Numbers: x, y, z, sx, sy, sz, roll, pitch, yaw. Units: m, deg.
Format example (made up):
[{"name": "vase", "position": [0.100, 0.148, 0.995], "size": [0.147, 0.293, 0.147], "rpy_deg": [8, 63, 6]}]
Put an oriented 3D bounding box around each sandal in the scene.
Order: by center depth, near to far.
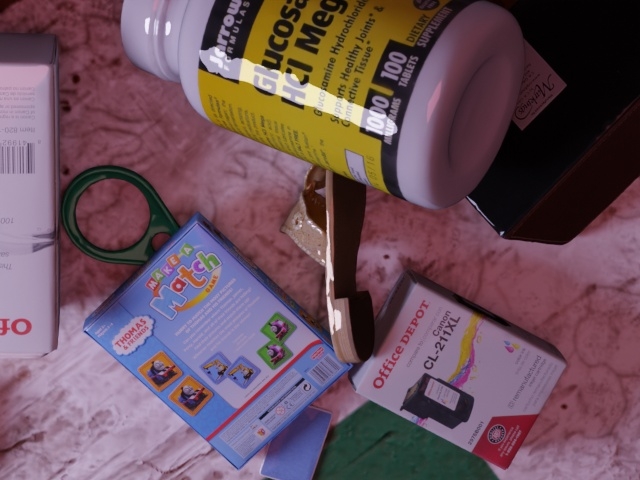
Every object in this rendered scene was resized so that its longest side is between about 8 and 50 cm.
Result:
[{"name": "sandal", "position": [-0.003, 0.000, 1.866], "size": [0.079, 0.088, 0.240], "rpy_deg": [-5, 88, 23]}]

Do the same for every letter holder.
[{"name": "letter holder", "position": [0.262, -0.153, 1.827], "size": [0.302, 0.214, 0.152], "rpy_deg": [-47, 70, 16]}]

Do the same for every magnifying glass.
[{"name": "magnifying glass", "position": [-0.145, 0.007, 1.885], "size": [0.231, 0.026, 0.092], "rpy_deg": [30, 97, -8]}]

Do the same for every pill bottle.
[{"name": "pill bottle", "position": [-0.003, -0.166, 1.726], "size": [0.334, 0.188, 0.188], "rpy_deg": [22, 99, 23]}]

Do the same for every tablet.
[{"name": "tablet", "position": [-0.024, 0.203, 1.940], "size": [0.054, 0.006, 0.083], "rpy_deg": [17, 99, -9]}]

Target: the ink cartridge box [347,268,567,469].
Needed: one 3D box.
[{"name": "ink cartridge box", "position": [0.132, 0.127, 1.906], "size": [0.175, 0.072, 0.127], "rpy_deg": [28, 97, -10]}]

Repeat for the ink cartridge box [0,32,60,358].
[{"name": "ink cartridge box", "position": [-0.344, -0.043, 1.788], "size": [0.207, 0.117, 0.283], "rpy_deg": [1, 110, -6]}]

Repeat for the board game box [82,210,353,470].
[{"name": "board game box", "position": [-0.099, 0.099, 1.880], "size": [0.160, 0.039, 0.211], "rpy_deg": [-43, 106, 12]}]
